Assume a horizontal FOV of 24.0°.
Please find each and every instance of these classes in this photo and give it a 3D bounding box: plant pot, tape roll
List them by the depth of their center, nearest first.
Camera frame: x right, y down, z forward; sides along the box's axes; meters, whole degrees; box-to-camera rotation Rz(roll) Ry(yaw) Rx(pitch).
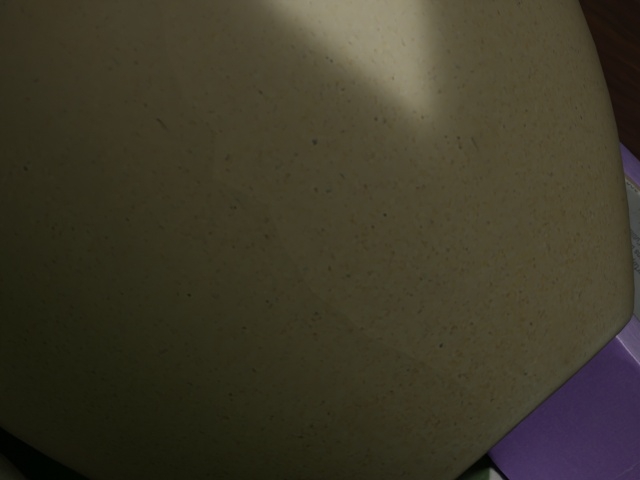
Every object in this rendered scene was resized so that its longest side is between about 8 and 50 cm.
[{"bbox_3d":[0.000,0.000,0.548,0.191,0.284,0.284,50,36,9],"label":"plant pot"},{"bbox_3d":[0.151,0.042,0.811,0.275,0.090,0.274,40,25,-23],"label":"tape roll"}]

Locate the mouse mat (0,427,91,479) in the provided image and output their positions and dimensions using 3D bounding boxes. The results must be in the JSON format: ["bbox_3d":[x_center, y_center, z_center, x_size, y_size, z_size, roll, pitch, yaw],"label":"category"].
[{"bbox_3d":[-0.115,0.027,0.664,0.153,0.007,0.189,37,39,-19],"label":"mouse mat"}]

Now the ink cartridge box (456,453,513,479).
[{"bbox_3d":[0.106,0.202,0.656,0.171,0.056,0.235,48,16,-6],"label":"ink cartridge box"}]

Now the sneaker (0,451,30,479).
[{"bbox_3d":[-0.197,0.042,0.477,0.292,0.118,0.110,37,38,-22],"label":"sneaker"}]
